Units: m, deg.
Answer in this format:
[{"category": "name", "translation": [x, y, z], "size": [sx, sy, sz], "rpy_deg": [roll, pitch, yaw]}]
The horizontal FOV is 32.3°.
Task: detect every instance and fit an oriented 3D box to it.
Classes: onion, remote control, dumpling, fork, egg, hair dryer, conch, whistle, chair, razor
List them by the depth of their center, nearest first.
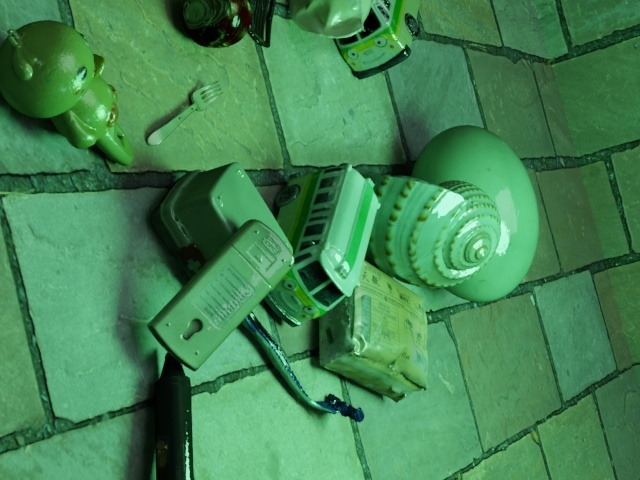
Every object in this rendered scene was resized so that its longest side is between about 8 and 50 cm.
[{"category": "hair dryer", "translation": [-0.215, 0.301, 1.511], "size": [0.189, 0.107, 0.352], "rpy_deg": [30, 44, -47]}, {"category": "whistle", "translation": [-0.327, -0.202, 1.514], "size": [0.294, 0.141, 0.141], "rpy_deg": [33, 49, -49]}, {"category": "remote control", "translation": [-0.141, 0.076, 1.599], "size": [0.098, 0.038, 0.233], "rpy_deg": [46, 71, -12]}, {"category": "fork", "translation": [-0.223, -0.202, 1.796], "size": [0.219, 0.028, 0.034], "rpy_deg": [-52, 127, -49]}, {"category": "razor", "translation": [-0.052, 0.209, 1.844], "size": [0.056, 0.093, 0.324], "rpy_deg": [-50, 121, -13]}, {"category": "onion", "translation": [-0.173, -0.379, 1.868], "size": [0.118, 0.117, 0.119], "rpy_deg": [3, 90, -70]}, {"category": "chair", "translation": [-0.079, -0.474, 2.075], "size": [0.084, 0.101, 0.213], "rpy_deg": [31, 49, -48]}, {"category": "conch", "translation": [0.173, -0.022, 2.116], "size": [0.303, 0.319, 0.215], "rpy_deg": [17, 80, -45]}, {"category": "dumpling", "translation": [0.019, -0.489, 2.185], "size": [0.126, 0.166, 0.216], "rpy_deg": [51, 37, -84]}, {"category": "egg", "translation": [0.324, -0.059, 2.355], "size": [0.276, 0.276, 0.389], "rpy_deg": [19, 58, -54]}]

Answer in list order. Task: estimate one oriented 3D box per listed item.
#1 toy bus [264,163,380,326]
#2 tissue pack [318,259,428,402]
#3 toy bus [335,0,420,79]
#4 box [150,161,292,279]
[{"category": "toy bus", "translation": [0.000, 0.000, 1.914], "size": [0.134, 0.164, 0.276], "rpy_deg": [50, 37, -32]}, {"category": "tissue pack", "translation": [0.103, 0.162, 2.044], "size": [0.256, 0.123, 0.215], "rpy_deg": [35, 46, -47]}, {"category": "toy bus", "translation": [0.119, -0.512, 2.374], "size": [0.179, 0.143, 0.305], "rpy_deg": [46, 41, -34]}, {"category": "box", "translation": [-0.149, -0.008, 1.709], "size": [0.210, 0.129, 0.148], "rpy_deg": [58, 33, -22]}]
